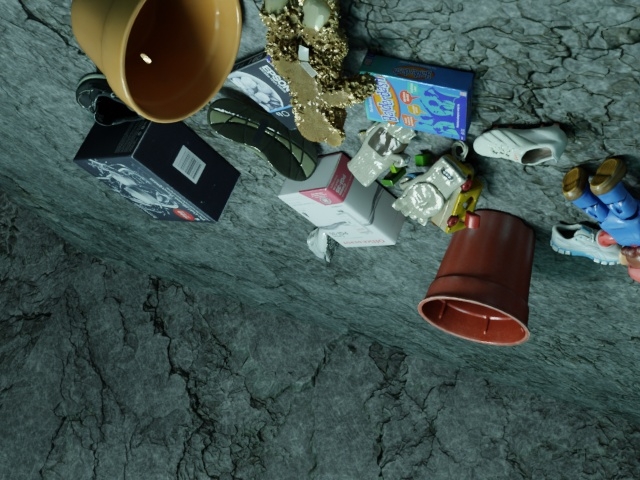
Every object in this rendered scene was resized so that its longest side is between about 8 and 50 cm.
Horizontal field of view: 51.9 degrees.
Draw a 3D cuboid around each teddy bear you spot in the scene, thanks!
[{"bbox_3d":[-0.007,-0.337,1.227,0.245,0.113,0.338,8,141,40],"label":"teddy bear"}]

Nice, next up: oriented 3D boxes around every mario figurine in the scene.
[{"bbox_3d":[0.641,-0.049,1.349,0.320,0.170,0.198,42,-170,-21],"label":"mario figurine"}]

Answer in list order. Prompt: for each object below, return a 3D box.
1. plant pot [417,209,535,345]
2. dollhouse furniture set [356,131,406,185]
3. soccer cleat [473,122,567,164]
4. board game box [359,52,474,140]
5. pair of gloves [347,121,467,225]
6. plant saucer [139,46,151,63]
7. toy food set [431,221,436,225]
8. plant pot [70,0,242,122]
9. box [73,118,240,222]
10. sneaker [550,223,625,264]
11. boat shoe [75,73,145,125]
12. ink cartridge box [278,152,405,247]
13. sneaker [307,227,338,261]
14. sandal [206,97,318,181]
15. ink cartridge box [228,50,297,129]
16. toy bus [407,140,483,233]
[{"bbox_3d":[0.410,0.086,1.639,0.272,0.265,0.272,18,157,8],"label":"plant pot"},{"bbox_3d":[0.153,-0.204,1.531,0.076,0.058,0.152,10,137,44],"label":"dollhouse furniture set"},{"bbox_3d":[0.381,-0.182,1.282,0.196,0.076,0.068,1,151,45],"label":"soccer cleat"},{"bbox_3d":[0.187,-0.277,1.279,0.210,0.047,0.160,16,159,18],"label":"board game box"},{"bbox_3d":[0.187,-0.157,1.446,0.240,0.042,0.204,42,137,8],"label":"pair of gloves"},{"bbox_3d":[-0.387,-0.400,1.443,0.200,0.037,0.200,25,-172,-4],"label":"plant saucer"},{"bbox_3d":[0.307,-0.059,1.745,0.122,0.019,0.078,22,159,-26],"label":"toy food set"},{"bbox_3d":[-0.317,-0.391,1.215,0.203,0.291,0.291,31,164,23],"label":"plant pot"},{"bbox_3d":[-0.474,-0.212,1.924,0.312,0.179,0.343,4,153,42],"label":"box"},{"bbox_3d":[0.622,0.000,1.509,0.190,0.071,0.083,9,150,30],"label":"sneaker"},{"bbox_3d":[-0.549,-0.356,1.730,0.340,0.113,0.127,8,156,32],"label":"boat shoe"},{"bbox_3d":[0.063,-0.099,1.748,0.283,0.117,0.207,36,155,-33],"label":"ink cartridge box"},{"bbox_3d":[0.000,0.000,2.116,0.094,0.090,0.235,28,159,11],"label":"sneaker"},{"bbox_3d":[-0.135,-0.255,1.607,0.302,0.120,0.086,31,-175,-18],"label":"sandal"},{"bbox_3d":[-0.065,-0.327,1.416,0.206,0.045,0.208,36,154,-33],"label":"ink cartridge box"},{"bbox_3d":[0.308,-0.120,1.467,0.104,0.191,0.202,-17,-177,-32],"label":"toy bus"}]
